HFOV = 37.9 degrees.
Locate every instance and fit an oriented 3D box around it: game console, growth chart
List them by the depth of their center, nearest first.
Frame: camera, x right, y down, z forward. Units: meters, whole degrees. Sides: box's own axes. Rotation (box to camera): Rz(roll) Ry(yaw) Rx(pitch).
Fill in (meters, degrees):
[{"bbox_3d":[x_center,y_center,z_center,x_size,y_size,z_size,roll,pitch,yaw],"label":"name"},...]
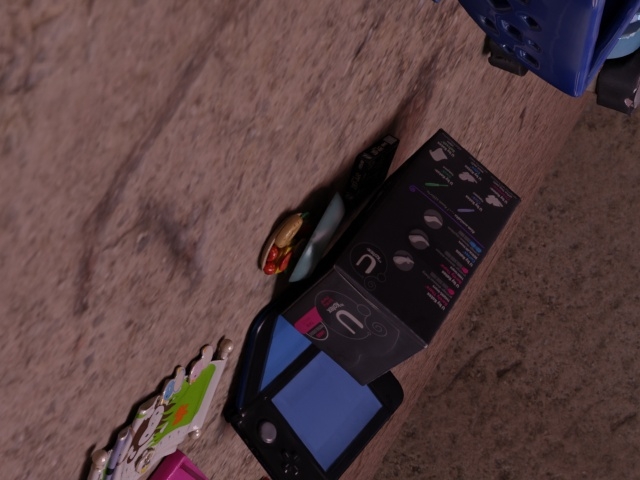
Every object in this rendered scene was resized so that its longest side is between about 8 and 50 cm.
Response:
[{"bbox_3d":[-0.179,0.211,1.003,0.237,0.021,0.172,-39,154,-50],"label":"growth chart"},{"bbox_3d":[0.022,0.169,1.266,0.173,0.250,0.293,-36,-178,42],"label":"game console"}]

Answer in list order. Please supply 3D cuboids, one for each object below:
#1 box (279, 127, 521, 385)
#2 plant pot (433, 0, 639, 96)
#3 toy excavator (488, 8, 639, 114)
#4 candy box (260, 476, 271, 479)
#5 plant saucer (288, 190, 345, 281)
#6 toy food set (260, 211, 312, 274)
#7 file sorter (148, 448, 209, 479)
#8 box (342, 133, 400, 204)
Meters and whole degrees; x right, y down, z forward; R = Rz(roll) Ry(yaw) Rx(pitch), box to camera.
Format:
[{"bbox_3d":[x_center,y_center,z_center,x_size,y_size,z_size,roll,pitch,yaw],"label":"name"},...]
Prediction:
[{"bbox_3d":[0.100,0.019,1.143,0.270,0.143,0.165,-51,-177,-36],"label":"box"},{"bbox_3d":[0.208,-0.306,0.829,0.236,0.212,0.236,-55,164,-6],"label":"plant pot"},{"bbox_3d":[0.425,-0.461,1.239,0.433,0.222,0.445,-51,154,-27],"label":"toy excavator"},{"bbox_3d":[-0.103,0.602,1.658,0.087,0.183,0.316,-26,145,-60],"label":"candy box"},{"bbox_3d":[0.000,0.000,1.076,0.119,0.021,0.119,-61,179,-2],"label":"plant saucer"},{"bbox_3d":[-0.037,0.004,1.032,0.083,0.020,0.082,-63,163,16],"label":"toy food set"},{"bbox_3d":[-0.181,0.441,1.132,0.291,0.182,0.202,-52,164,-18],"label":"file sorter"},{"bbox_3d":[0.064,-0.089,1.157,0.083,0.018,0.067,-39,156,-48],"label":"box"}]
